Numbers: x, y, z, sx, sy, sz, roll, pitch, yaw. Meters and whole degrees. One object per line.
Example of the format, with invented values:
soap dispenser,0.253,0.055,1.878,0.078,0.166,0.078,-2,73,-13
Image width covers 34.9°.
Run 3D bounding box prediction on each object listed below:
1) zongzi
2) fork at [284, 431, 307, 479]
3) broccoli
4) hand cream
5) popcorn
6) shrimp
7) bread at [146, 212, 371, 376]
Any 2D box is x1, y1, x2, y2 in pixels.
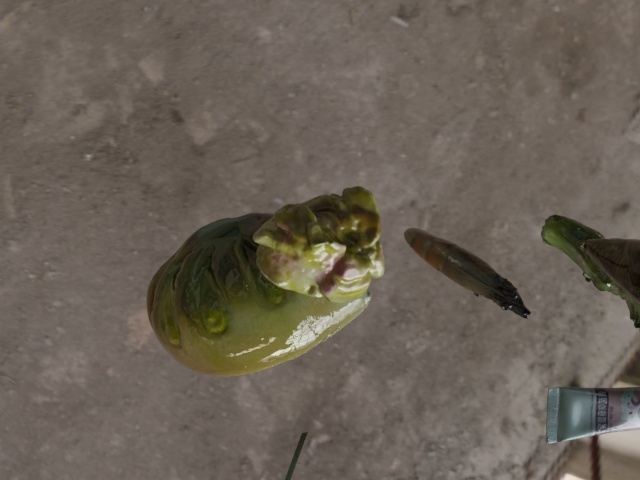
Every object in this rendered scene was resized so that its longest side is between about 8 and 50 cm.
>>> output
zongzi,0.566,0.078,1.533,0.286,0.288,0.134,23,91,-40
fork,-0.049,0.342,1.303,0.021,0.039,0.235,58,37,-29
broccoli,0.520,0.044,1.771,0.145,0.304,0.164,-22,139,-59
hand cream,0.491,0.247,1.517,0.331,0.058,0.085,-2,103,-8
popcorn,-0.002,0.001,0.875,0.109,0.097,0.089,-7,128,0
shrimp,0.246,0.054,1.508,0.198,0.262,0.051,19,101,-48
bread,-0.080,0.066,1.162,0.261,0.156,0.158,-22,114,3
